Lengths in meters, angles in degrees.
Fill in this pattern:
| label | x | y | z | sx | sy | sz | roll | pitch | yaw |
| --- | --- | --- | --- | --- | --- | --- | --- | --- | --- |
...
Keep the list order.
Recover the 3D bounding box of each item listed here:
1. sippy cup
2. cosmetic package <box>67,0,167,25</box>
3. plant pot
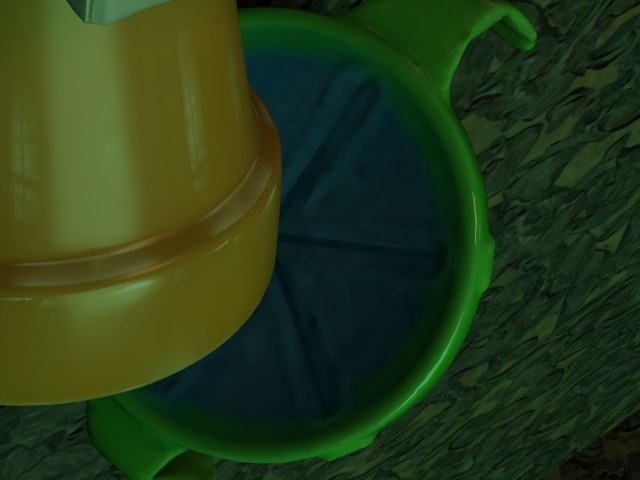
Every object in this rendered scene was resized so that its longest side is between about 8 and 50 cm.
| label | x | y | z | sx | sy | sz | roll | pitch | yaw |
| --- | --- | --- | --- | --- | --- | --- | --- | --- | --- |
| sippy cup | 0.000 | 0.000 | 0.775 | 0.306 | 0.240 | 0.224 | -19 | 173 | 17 |
| cosmetic package | 0.043 | -0.224 | 0.438 | 0.366 | 0.197 | 0.155 | -24 | 152 | -33 |
| plant pot | -0.111 | -0.074 | 0.513 | 0.205 | 0.205 | 0.187 | -22 | 136 | -33 |
